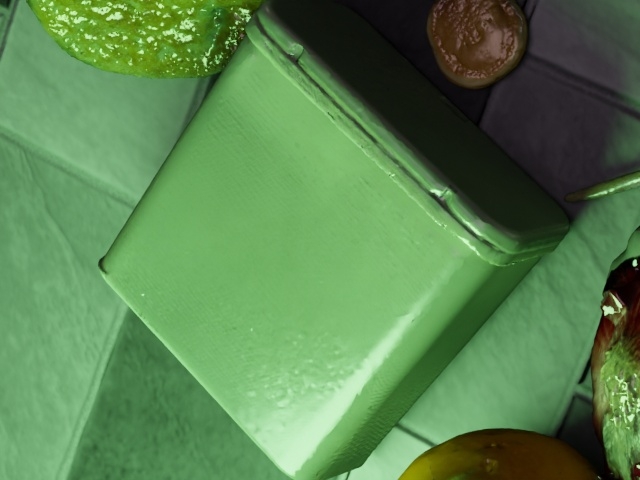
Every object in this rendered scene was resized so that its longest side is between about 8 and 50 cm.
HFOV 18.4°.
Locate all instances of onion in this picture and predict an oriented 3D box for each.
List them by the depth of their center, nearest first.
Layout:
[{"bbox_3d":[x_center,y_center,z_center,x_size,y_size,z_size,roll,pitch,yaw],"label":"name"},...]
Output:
[{"bbox_3d":[0.349,0.111,1.758,0.195,0.272,0.272,10,100,-14],"label":"onion"}]

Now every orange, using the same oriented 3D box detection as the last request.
[{"bbox_3d":[0.168,0.297,1.841,0.246,0.246,0.246,2,94,29],"label":"orange"}]

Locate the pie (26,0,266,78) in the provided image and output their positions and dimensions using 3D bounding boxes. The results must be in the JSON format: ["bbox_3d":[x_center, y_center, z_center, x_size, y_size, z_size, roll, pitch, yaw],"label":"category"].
[{"bbox_3d":[-0.170,-0.257,1.994,0.277,0.277,0.078,-17,52,28],"label":"pie"}]

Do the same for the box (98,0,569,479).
[{"bbox_3d":[0.000,0.000,1.953,0.352,0.177,0.344,45,113,18],"label":"box"}]

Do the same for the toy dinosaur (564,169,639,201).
[{"bbox_3d":[0.361,-0.055,1.812,0.251,0.072,0.200,28,117,14],"label":"toy dinosaur"}]

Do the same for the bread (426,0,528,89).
[{"bbox_3d":[0.152,-0.203,1.941,0.110,0.024,0.110,2,93,29],"label":"bread"}]
